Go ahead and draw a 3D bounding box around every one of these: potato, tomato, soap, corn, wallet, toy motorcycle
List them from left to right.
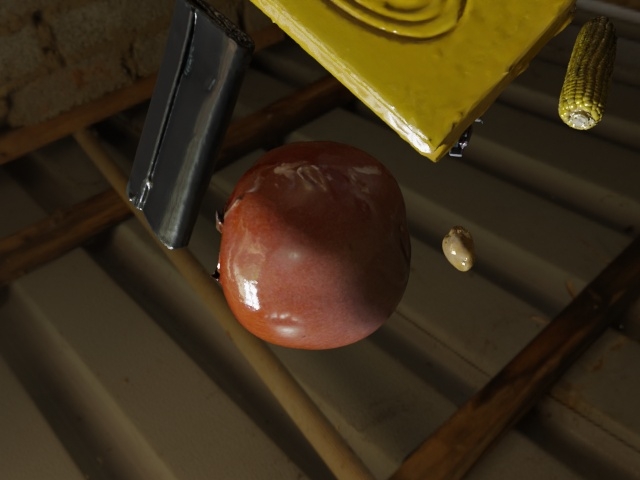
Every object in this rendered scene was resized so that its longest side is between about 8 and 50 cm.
[{"bbox_3d":[-0.245,-0.207,1.272,0.062,0.406,0.228,-3,-143,-42],"label":"wallet"},{"bbox_3d":[0.000,0.000,1.133,0.273,0.341,0.341,4,-139,17],"label":"tomato"},{"bbox_3d":[0.054,-0.252,0.660,0.324,0.096,0.204,43,-83,9],"label":"soap"},{"bbox_3d":[0.263,0.016,1.347,0.062,0.083,0.068,-30,-170,16],"label":"potato"},{"bbox_3d":[0.301,-0.268,1.534,0.082,0.122,0.213,6,-125,19],"label":"toy motorcycle"},{"bbox_3d":[0.403,-0.253,1.070,0.072,0.072,0.203,10,-120,21],"label":"corn"}]
